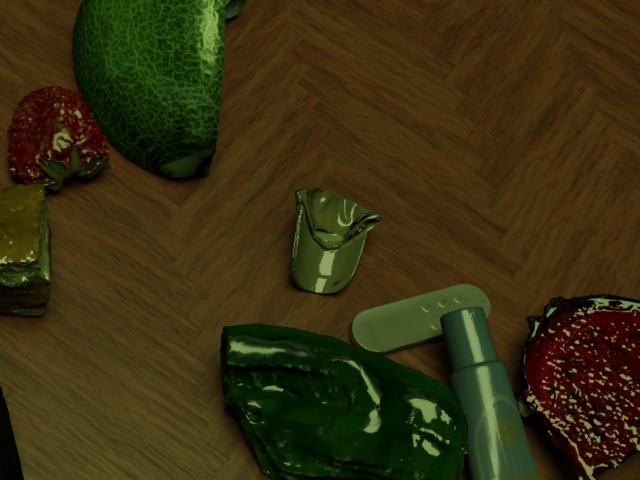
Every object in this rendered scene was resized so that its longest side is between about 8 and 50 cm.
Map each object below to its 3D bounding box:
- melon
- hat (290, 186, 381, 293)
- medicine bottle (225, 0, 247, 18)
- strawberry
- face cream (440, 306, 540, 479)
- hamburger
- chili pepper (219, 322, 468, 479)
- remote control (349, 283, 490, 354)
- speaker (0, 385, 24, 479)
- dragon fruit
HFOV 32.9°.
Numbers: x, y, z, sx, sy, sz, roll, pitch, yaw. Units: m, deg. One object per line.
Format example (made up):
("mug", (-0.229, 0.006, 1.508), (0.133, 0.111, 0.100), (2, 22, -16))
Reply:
("melon", (-0.246, -0.285, 1.754), (0.331, 0.226, 0.343), (-22, 59, 17))
("hat", (0.000, 0.000, 1.723), (0.147, 0.085, 0.175), (22, 77, -14))
("medicine bottle", (-0.230, -0.515, 1.947), (0.079, 0.124, 0.258), (-31, 73, -33))
("strawberry", (-0.426, -0.176, 1.696), (0.167, 0.087, 0.208), (-23, 65, -25))
("face cream", (0.254, 0.287, 1.582), (0.136, 0.086, 0.385), (-4, 71, -28))
("hamburger", (-0.456, -0.008, 1.553), (0.155, 0.135, 0.207), (8, 54, -13))
("chili pepper", (0.030, 0.235, 1.513), (0.385, 0.167, 0.213), (17, 54, -3))
("remote control", (0.159, 0.125, 1.706), (0.245, 0.022, 0.077), (-13, 61, -23))
("speaker", (-0.438, 0.334, 1.309), (0.180, 0.184, 0.388), (-11, 63, -22))
("dragon fruit", (0.448, 0.206, 1.682), (0.344, 0.100, 0.282), (-25, 68, -19))
